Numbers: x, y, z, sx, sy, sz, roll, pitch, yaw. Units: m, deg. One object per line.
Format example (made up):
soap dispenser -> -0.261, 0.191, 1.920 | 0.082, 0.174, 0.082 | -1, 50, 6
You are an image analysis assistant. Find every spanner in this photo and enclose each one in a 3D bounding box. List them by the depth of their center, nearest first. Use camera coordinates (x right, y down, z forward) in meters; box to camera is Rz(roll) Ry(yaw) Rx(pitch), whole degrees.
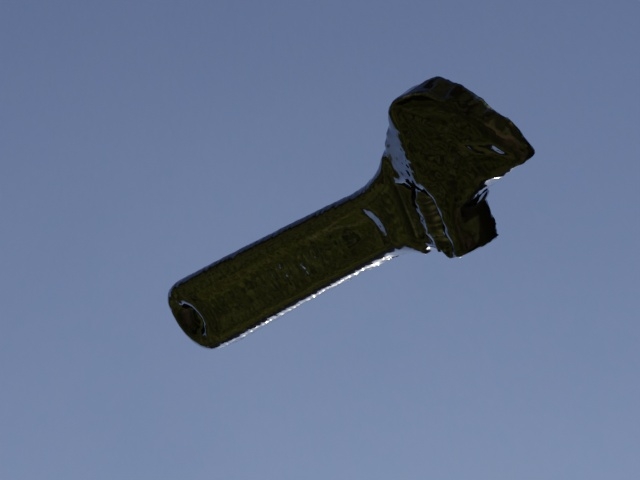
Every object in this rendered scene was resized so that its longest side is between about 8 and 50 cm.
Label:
spanner -> 0.000, 0.000, 0.518 | 0.012, 0.208, 0.046 | -39, -85, -30
